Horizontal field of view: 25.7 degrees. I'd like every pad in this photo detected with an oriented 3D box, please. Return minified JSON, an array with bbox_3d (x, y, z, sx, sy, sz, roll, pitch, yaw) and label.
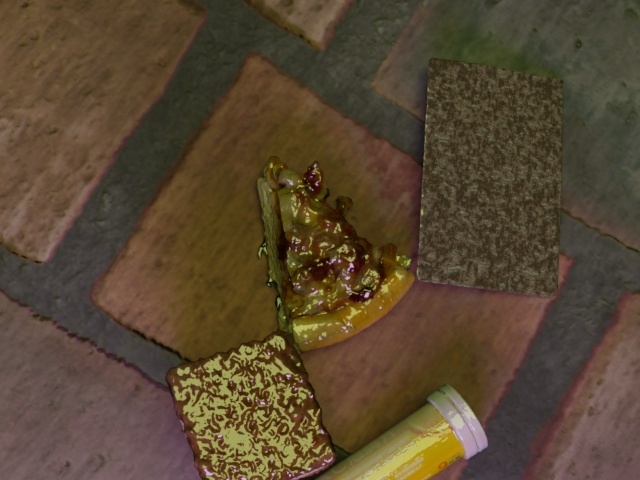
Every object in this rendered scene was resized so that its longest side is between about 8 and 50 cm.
[{"bbox_3d":[0.175,-0.064,1.425,0.158,0.003,0.235,7,78,-19],"label":"pad"}]

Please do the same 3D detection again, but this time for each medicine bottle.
[{"bbox_3d":[0.052,0.226,1.334,0.218,0.074,0.074,-33,85,-11],"label":"medicine bottle"}]

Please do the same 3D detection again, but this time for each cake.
[{"bbox_3d":[-0.067,0.167,1.289,0.134,0.147,0.135,-17,81,-12],"label":"cake"}]

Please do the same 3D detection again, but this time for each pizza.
[{"bbox_3d":[-0.001,0.000,1.369,0.154,0.069,0.194,-30,89,-11],"label":"pizza"}]
